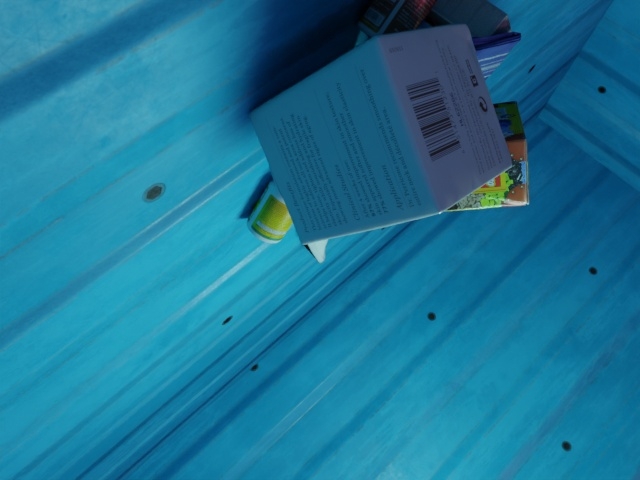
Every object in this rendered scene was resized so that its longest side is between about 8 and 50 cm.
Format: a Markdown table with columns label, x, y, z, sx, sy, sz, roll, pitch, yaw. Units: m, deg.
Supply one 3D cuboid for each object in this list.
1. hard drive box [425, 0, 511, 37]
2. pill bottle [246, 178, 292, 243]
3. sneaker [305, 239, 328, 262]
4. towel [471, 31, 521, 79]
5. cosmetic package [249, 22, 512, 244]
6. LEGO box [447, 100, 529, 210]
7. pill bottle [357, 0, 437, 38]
| label | x | y | z | sx | sy | sz | roll | pitch | yaw |
| --- | --- | --- | --- | --- | --- | --- | --- | --- | --- |
| hard drive box | 0.361 | -0.560 | 1.230 | 0.089 | 0.232 | 0.181 | -50 | 161 | 18 |
| pill bottle | -0.114 | -0.102 | 1.380 | 0.118 | 0.117 | 0.208 | -17 | 147 | -57 |
| sneaker | 0.000 | 0.000 | 1.884 | 0.123 | 0.106 | 0.290 | -40 | 161 | -8 |
| towel | 0.327 | -0.373 | 1.212 | 0.243 | 0.040 | 0.336 | -26 | 165 | -37 |
| cosmetic package | 0.125 | -0.220 | 1.057 | 0.394 | 0.329 | 0.327 | -11 | -166 | 47 |
| LEGO box | 0.441 | -0.274 | 1.540 | 0.500 | 0.373 | 0.193 | -57 | 139 | -58 |
| pill bottle | 0.189 | -0.536 | 1.080 | 0.216 | 0.121 | 0.121 | -52 | 161 | 22 |
